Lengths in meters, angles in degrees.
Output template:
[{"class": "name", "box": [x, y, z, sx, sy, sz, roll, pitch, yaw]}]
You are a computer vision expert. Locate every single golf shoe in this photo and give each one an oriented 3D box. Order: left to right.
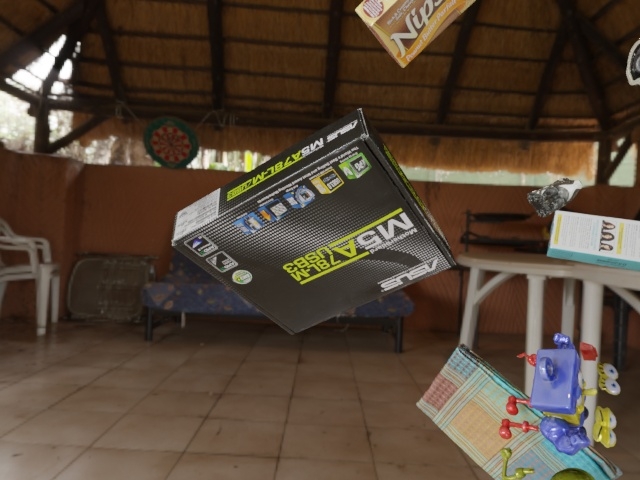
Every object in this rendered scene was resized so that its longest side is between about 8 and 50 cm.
[{"class": "golf shoe", "box": [0.609, -0.114, 1.294, 0.094, 0.077, 0.198, -31, 0, 2]}]

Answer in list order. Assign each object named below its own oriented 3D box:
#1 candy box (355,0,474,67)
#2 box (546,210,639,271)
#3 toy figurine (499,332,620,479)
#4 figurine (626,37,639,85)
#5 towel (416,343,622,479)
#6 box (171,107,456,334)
[{"class": "candy box", "box": [0.258, -0.587, 1.175, 0.316, 0.087, 0.183, -40, -34, 17]}, {"class": "box", "box": [0.659, 0.003, 1.143, 0.244, 0.100, 0.060, 11, -18, 21]}, {"class": "toy figurine", "box": [0.380, 0.287, 0.852, 0.191, 0.362, 0.217, -2, -43, 38]}, {"class": "figurine", "box": [0.705, -0.316, 0.870, 0.209, 0.092, 0.215, -6, 22, -10]}, {"class": "towel", "box": [0.396, 0.424, 1.081, 0.370, 0.271, 0.040, 39, 45, 23]}, {"class": "box", "box": [0.000, 0.000, 0.452, 0.190, 0.045, 0.184, -26, -48, 19]}]
